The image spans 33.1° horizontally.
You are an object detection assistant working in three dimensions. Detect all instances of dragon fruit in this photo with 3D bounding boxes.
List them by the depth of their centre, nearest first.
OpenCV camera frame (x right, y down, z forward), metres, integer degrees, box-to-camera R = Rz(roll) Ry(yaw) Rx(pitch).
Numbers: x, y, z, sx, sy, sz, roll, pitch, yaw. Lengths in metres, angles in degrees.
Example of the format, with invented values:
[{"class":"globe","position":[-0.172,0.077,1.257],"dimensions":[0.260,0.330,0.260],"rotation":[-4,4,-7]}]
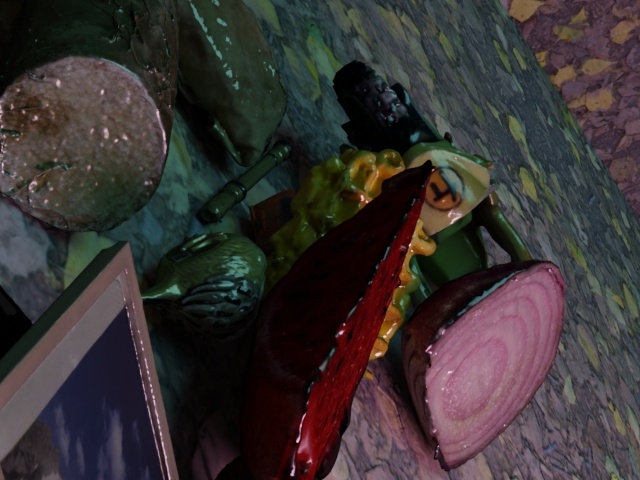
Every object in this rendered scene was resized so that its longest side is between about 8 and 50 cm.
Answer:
[{"class":"dragon fruit","position":[-0.009,0.110,0.922],"dimensions":[0.343,0.100,0.282],"rotation":[-59,162,-52]}]

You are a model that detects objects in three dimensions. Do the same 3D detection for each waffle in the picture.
[{"class":"waffle","position":[0.039,0.016,1.099],"dimensions":[0.229,0.057,0.219],"rotation":[33,78,-50]}]

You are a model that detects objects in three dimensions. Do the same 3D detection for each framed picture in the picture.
[{"class":"framed picture","position":[-0.136,0.167,0.654],"dimensions":[0.209,0.019,0.281],"rotation":[-63,149,-60]}]

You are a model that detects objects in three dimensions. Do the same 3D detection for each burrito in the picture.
[{"class":"burrito","position":[-0.143,-0.245,1.110],"dimensions":[0.347,0.107,0.175],"rotation":[57,11,-17]}]

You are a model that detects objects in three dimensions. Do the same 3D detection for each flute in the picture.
[{"class":"flute","position":[-0.076,-0.064,1.140],"dimensions":[0.027,0.027,0.233],"rotation":[58,25,-10]}]

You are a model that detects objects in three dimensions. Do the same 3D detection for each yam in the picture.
[{"class":"yam","position":[-0.183,-0.145,0.874],"dimensions":[0.154,0.154,0.254],"rotation":[43,33,-37]}]

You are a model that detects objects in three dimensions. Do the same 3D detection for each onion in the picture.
[{"class":"onion","position":[0.176,0.118,1.252],"dimensions":[0.247,0.111,0.250],"rotation":[-36,135,-29]}]

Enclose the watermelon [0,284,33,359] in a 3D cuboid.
[{"class":"watermelon","position":[-0.237,0.055,0.654],"dimensions":[0.301,0.123,0.129],"rotation":[53,-6,-20]}]

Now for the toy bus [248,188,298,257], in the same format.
[{"class":"toy bus","position":[0.000,0.000,1.163],"dimensions":[0.192,0.077,0.065],"rotation":[20,51,-55]}]

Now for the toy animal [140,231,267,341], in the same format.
[{"class":"toy animal","position":[-0.100,0.050,0.911],"dimensions":[0.137,0.098,0.098],"rotation":[-38,100,-45]}]

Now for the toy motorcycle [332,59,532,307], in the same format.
[{"class":"toy motorcycle","position":[0.137,-0.037,1.315],"dimensions":[0.237,0.169,0.410],"rotation":[57,0,41]}]
